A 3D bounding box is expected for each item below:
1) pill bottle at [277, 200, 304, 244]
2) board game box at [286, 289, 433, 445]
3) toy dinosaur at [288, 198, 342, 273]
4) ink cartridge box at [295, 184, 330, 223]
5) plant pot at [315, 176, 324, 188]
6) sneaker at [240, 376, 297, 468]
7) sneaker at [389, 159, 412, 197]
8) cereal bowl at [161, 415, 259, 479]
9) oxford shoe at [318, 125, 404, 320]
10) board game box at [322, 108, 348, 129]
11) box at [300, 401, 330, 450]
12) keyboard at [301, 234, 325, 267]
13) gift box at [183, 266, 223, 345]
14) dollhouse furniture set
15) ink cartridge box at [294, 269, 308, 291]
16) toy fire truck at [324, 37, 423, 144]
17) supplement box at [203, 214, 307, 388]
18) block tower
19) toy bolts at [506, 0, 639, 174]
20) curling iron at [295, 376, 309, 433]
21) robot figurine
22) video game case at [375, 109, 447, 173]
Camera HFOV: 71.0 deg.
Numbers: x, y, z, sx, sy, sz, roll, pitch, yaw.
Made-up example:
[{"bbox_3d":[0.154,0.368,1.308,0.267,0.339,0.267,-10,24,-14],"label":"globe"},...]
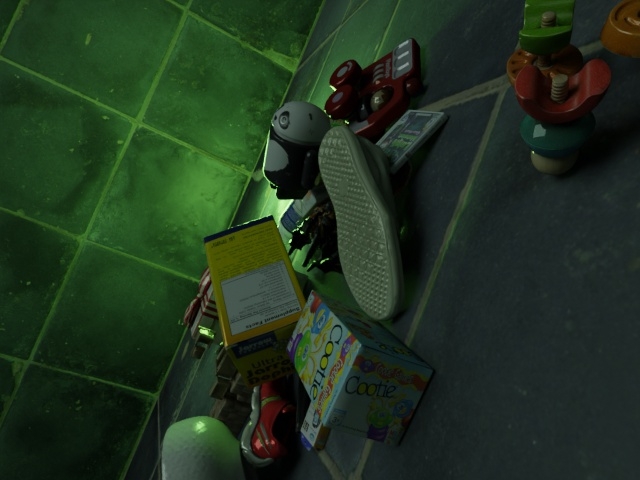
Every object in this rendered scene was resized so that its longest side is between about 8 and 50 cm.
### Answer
[{"bbox_3d":[-0.074,-0.073,1.506,0.187,0.111,0.112,-50,25,36],"label":"pill bottle"},{"bbox_3d":[0.053,0.217,0.819,0.142,0.144,0.275,-66,19,3],"label":"board game box"},{"bbox_3d":[0.022,-0.030,1.225,0.219,0.164,0.322,-64,2,-35],"label":"toy dinosaur"},{"bbox_3d":[0.005,-0.120,1.319,0.145,0.045,0.179,-26,-5,-28],"label":"ink cartridge box"},{"bbox_3d":[0.016,-0.248,1.428,0.165,0.166,0.167,11,78,61],"label":"plant pot"},{"bbox_3d":[-0.100,0.416,1.084,0.118,0.107,0.279,-23,26,16],"label":"sneaker"},{"bbox_3d":[0.156,-0.134,1.061,0.158,0.064,0.061,-58,22,22],"label":"sneaker"},{"bbox_3d":[-0.219,0.551,0.998,0.339,0.141,0.339,160,90,-83],"label":"cereal bowl"},{"bbox_3d":[0.109,-0.051,0.959,0.169,0.130,0.450,-41,53,44],"label":"oxford shoe"},{"bbox_3d":[0.032,-0.386,1.564,0.259,0.124,0.039,-32,40,58],"label":"board game box"},{"bbox_3d":[-0.001,0.374,0.955,0.081,0.028,0.136,4,74,69],"label":"box"},{"bbox_3d":[0.000,0.000,1.370,0.100,0.038,0.192,154,142,-85],"label":"keyboard"},{"bbox_3d":[-0.340,0.245,1.616,0.255,0.258,0.276,-67,21,-4],"label":"gift box"},{"bbox_3d":[-0.329,0.352,1.341,0.182,0.160,0.101,-60,21,11],"label":"dollhouse furniture set"},{"bbox_3d":[-0.176,0.184,1.392,0.168,0.171,0.233,-1,66,69],"label":"ink cartridge box"},{"bbox_3d":[0.164,-0.412,1.245,0.253,0.169,0.302,-24,43,34],"label":"toy fire truck"},{"bbox_3d":[-0.147,0.140,1.112,0.195,0.194,0.357,77,171,-45],"label":"supplement box"},{"bbox_3d":[-0.245,0.464,1.377,0.336,0.097,0.091,-60,21,13],"label":"block tower"},{"bbox_3d":[0.356,-0.202,0.609,0.218,0.158,0.229,10,61,29],"label":"toy bolts"},{"bbox_3d":[-0.049,0.335,1.092,0.068,0.035,0.274,-19,42,13],"label":"curling iron"},{"bbox_3d":[-0.071,-0.249,1.262,0.173,0.209,0.278,-45,-23,-51],"label":"robot figurine"},{"bbox_3d":[0.195,-0.242,1.075,0.173,0.022,0.190,-46,23,4],"label":"video game case"}]
